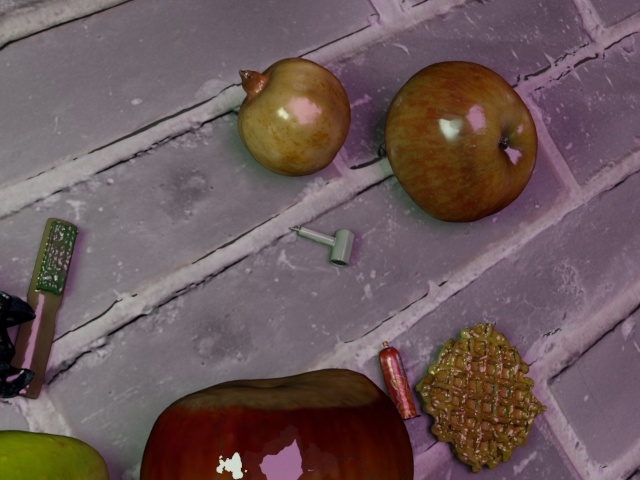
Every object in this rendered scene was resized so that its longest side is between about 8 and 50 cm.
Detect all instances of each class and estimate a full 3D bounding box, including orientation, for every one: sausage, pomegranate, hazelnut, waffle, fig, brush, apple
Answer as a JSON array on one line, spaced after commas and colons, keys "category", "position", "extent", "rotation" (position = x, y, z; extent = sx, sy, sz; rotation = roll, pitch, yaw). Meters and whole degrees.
[{"category": "sausage", "position": [0.136, 0.248, 1.781], "extent": [0.050, 0.048, 0.145], "rotation": [-16, 79, 7]}, {"category": "pomegranate", "position": [-0.046, -0.213, 1.746], "extent": [0.207, 0.207, 0.207], "rotation": [9, 71, -26]}, {"category": "hazelnut", "position": [-0.064, 0.355, 1.473], "extent": [0.409, 0.359, 0.359], "rotation": [5, 73, -27]}, {"category": "waffle", "position": [0.298, 0.289, 1.852], "extent": [0.254, 0.052, 0.245], "rotation": [-40, 97, -30]}, {"category": "fig", "position": [-0.424, 0.374, 1.329], "extent": [0.326, 0.258, 0.258], "rotation": [-22, 85, -50]}, {"category": "brush", "position": [-0.421, 0.099, 1.528], "extent": [0.054, 0.048, 0.283], "rotation": [17, 69, -23]}, {"category": "apple", "position": [0.272, -0.185, 1.869], "extent": [0.309, 0.250, 0.278], "rotation": [30, 62, -20]}]

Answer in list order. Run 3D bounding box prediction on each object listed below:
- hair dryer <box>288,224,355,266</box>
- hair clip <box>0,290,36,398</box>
[{"category": "hair dryer", "position": [0.000, 0.000, 1.792], "extent": [0.124, 0.038, 0.063], "rotation": [19, 67, -16]}, {"category": "hair clip", "position": [-0.538, 0.133, 1.356], "extent": [0.310, 0.206, 0.195], "rotation": [4, 69, -26]}]
